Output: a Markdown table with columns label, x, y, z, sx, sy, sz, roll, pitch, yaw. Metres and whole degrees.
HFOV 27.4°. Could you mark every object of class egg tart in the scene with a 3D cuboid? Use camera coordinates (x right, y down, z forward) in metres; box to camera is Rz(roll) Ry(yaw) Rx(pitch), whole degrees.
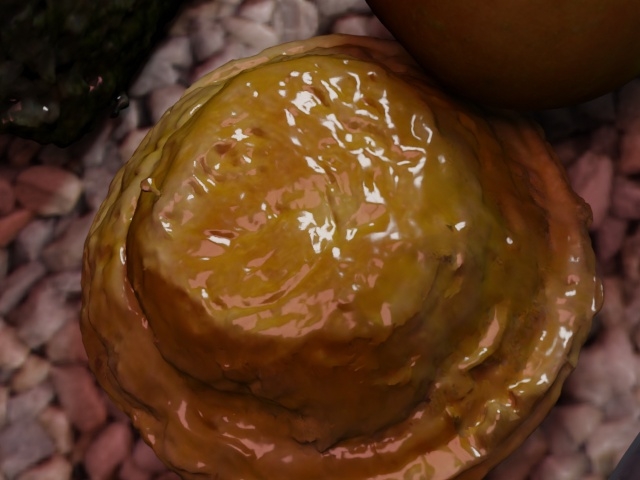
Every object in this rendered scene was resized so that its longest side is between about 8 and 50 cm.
| label | x | y | z | sx | sy | sz | roll | pitch | yaw |
| --- | --- | --- | --- | --- | --- | --- | --- | --- | --- |
| egg tart | 0.000 | 0.000 | 0.728 | 0.319 | 0.128 | 0.319 | -4 | 63 | 9 |

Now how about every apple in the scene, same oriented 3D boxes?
| label | x | y | z | sx | sy | sz | roll | pitch | yaw |
| --- | --- | --- | --- | --- | --- | --- | --- | --- | --- |
| apple | 0.116 | -0.187 | 0.739 | 0.237 | 0.237 | 0.207 | 31 | 112 | 24 |

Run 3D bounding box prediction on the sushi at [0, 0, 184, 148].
| label | x | y | z | sx | sy | sz | roll | pitch | yaw |
| --- | --- | --- | --- | --- | --- | --- | --- | --- | --- |
| sushi | -0.172 | -0.251 | 0.793 | 0.178 | 0.294 | 0.352 | 27 | 71 | 19 |

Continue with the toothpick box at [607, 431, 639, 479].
| label | x | y | z | sx | sy | sz | roll | pitch | yaw |
| --- | --- | --- | --- | --- | --- | --- | --- | --- | --- |
| toothpick box | 0.302 | 0.161 | 0.508 | 0.355 | 0.263 | 0.263 | 40 | 80 | 24 |
